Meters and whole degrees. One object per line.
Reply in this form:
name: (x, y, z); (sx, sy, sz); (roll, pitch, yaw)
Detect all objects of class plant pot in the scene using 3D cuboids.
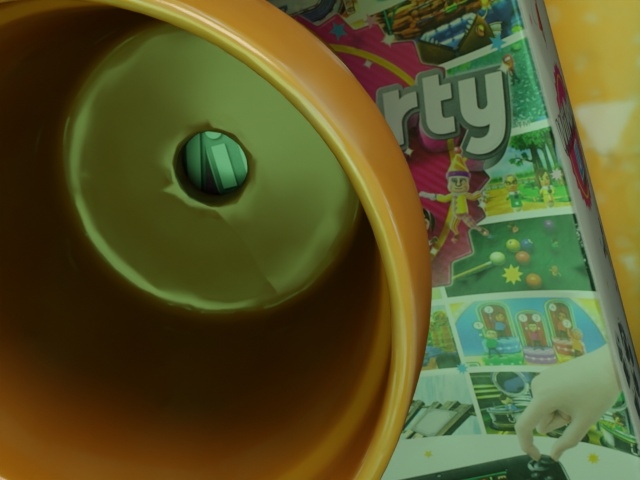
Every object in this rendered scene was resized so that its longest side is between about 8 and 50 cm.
plant pot: (-0.057, -0.004, 0.670); (0.205, 0.188, 0.205); (3, 108, 10)

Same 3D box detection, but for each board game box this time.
board game box: (0.000, 0.000, 0.811); (0.224, 0.097, 0.303); (-14, 103, 15)
